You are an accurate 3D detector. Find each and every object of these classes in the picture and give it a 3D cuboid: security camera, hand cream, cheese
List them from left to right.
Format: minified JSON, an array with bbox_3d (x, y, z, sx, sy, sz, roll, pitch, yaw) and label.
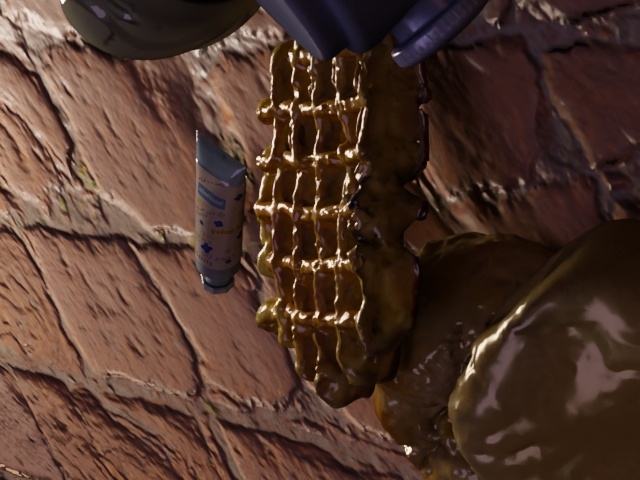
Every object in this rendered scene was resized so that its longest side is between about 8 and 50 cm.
[{"bbox_3d":[-0.166,-0.252,1.440,0.277,0.197,0.191,43,140,-12],"label":"security camera"},{"bbox_3d":[-0.091,-0.021,1.729,0.065,0.043,0.170,36,141,28],"label":"hand cream"},{"bbox_3d":[0.208,0.105,1.289,0.214,0.117,0.226,36,119,-1],"label":"cheese"}]

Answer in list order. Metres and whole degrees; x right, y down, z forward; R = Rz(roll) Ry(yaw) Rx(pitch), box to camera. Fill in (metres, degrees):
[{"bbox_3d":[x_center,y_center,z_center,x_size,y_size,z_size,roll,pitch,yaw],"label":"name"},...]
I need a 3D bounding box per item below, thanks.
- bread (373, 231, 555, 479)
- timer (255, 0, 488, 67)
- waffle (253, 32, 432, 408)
[{"bbox_3d":[0.131,0.113,1.456,0.244,0.134,0.244,34,145,27],"label":"bread"},{"bbox_3d":[-0.034,-0.273,1.164,0.395,0.173,0.395,48,180,1],"label":"timer"},{"bbox_3d":[0.017,-0.030,1.431,0.309,0.065,0.283,110,148,-42],"label":"waffle"}]
